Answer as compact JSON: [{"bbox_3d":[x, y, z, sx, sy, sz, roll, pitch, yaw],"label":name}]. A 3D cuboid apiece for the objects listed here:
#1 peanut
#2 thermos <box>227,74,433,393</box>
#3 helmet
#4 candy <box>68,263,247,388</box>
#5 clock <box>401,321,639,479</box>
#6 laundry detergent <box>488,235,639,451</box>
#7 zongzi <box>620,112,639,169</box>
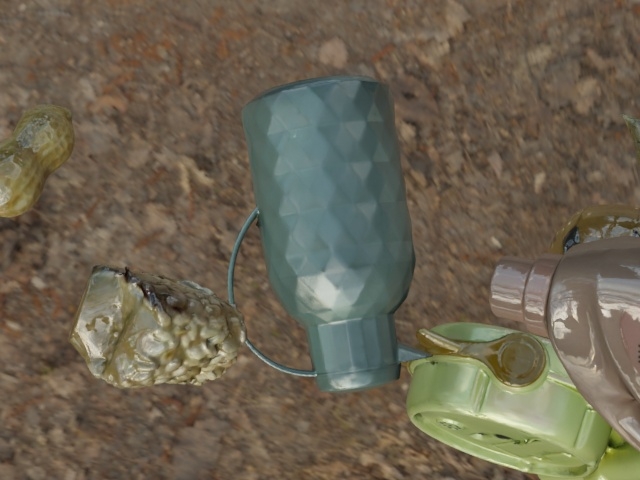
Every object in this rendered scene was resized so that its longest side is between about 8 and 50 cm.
[{"bbox_3d":[-0.358,-0.100,1.581,0.089,0.089,0.192,11,43,20],"label":"peanut"},{"bbox_3d":[0.000,0.000,1.207,0.182,0.145,0.286,-7,85,-5],"label":"thermos"},{"bbox_3d":[0.424,0.017,1.896,0.199,0.130,0.224,8,41,21],"label":"helmet"},{"bbox_3d":[-0.111,0.060,0.896,0.095,0.110,0.085,35,110,36],"label":"candy"},{"bbox_3d":[0.239,0.202,1.594,0.349,0.286,0.117,24,72,-12],"label":"clock"},{"bbox_3d":[0.220,0.081,0.784,0.237,0.171,0.076,9,37,32],"label":"laundry detergent"},{"bbox_3d":[0.453,-0.135,1.848,0.083,0.040,0.076,22,86,22],"label":"zongzi"}]
